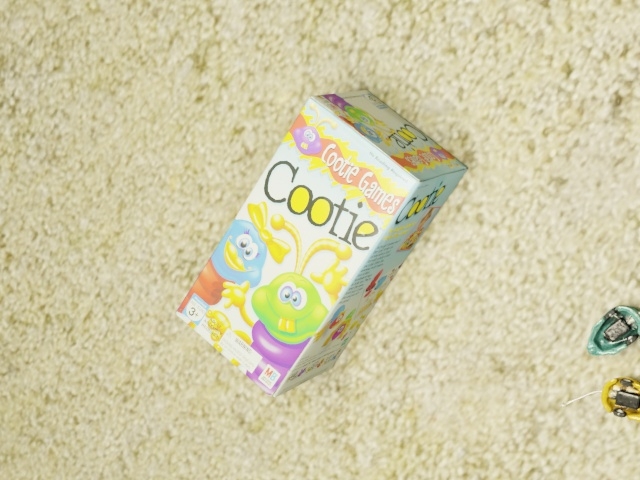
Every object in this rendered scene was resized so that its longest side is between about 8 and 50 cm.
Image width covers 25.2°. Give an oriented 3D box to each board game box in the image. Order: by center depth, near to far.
[{"bbox_3d":[0.000,0.000,1.464,0.142,0.144,0.275,39,112,15],"label":"board game box"}]

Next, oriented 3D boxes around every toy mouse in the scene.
[{"bbox_3d":[0.320,0.105,1.392,0.161,0.031,0.143,9,102,24],"label":"toy mouse"}]
